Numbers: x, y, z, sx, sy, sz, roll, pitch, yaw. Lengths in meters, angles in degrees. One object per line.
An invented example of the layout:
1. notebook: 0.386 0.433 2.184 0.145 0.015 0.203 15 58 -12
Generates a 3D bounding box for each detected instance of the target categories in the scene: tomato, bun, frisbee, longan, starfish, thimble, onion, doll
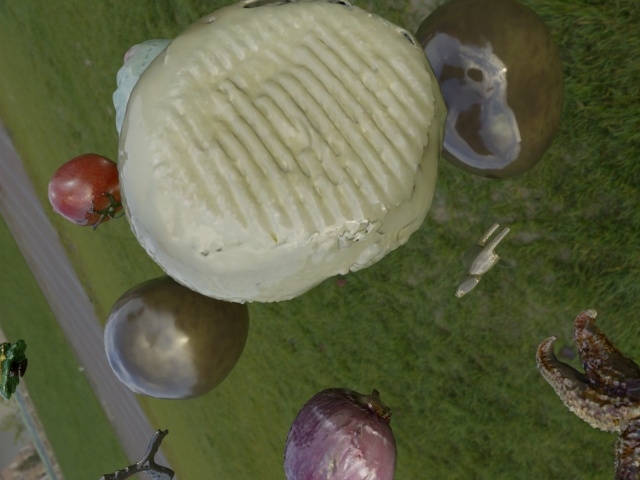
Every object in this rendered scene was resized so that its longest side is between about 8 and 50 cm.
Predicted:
1. tomato: -0.491 -0.109 1.238 0.167 0.167 0.167 39 144 35
2. bun: -0.036 -0.089 0.634 0.360 0.359 0.211 49 161 22
3. frisbee: -0.433 0.546 1.445 0.012 0.211 0.188 37 107 43
4. longan: -0.312 0.202 1.292 0.319 0.318 0.319 39 144 35
5. starfish: 0.320 0.174 0.577 0.238 0.216 0.071 37 158 44
6. thimble: -0.196 -0.187 0.854 0.149 0.185 0.211 6 97 9
7. onion: -0.007 0.450 1.160 0.159 0.349 0.267 31 -176 -18
8. longan: 0.355 -0.334 1.277 0.404 0.336 0.405 -20 -90 -78
9. doll: -0.442 0.174 0.754 0.078 0.113 0.077 -152 55 -76

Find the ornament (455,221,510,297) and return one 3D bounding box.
1. ornament: 0.465 0.058 1.685 0.061 0.245 0.230 40 -174 -1
